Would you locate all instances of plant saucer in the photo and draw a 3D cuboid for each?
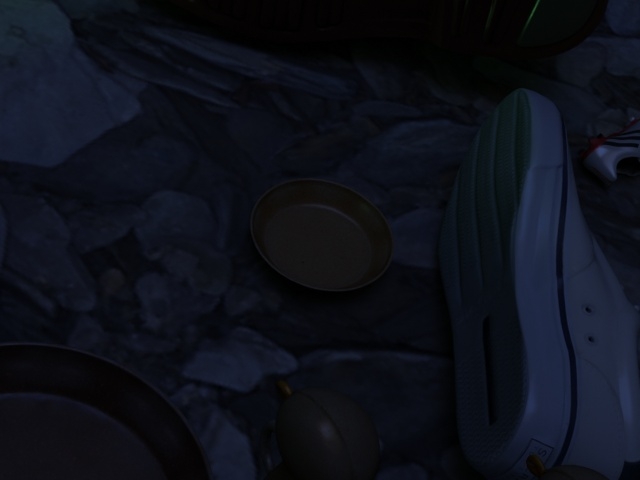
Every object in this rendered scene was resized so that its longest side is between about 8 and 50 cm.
[{"bbox_3d":[-0.131,0.120,0.550,0.168,0.029,0.168,8,49,-10],"label":"plant saucer"},{"bbox_3d":[0.000,0.000,0.705,0.083,0.015,0.083,8,48,-9],"label":"plant saucer"}]

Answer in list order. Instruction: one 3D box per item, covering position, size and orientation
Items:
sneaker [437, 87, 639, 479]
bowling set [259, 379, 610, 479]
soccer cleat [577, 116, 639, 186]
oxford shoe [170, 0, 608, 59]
[{"bbox_3d":[0.124,0.028,0.683,0.091,0.094,0.258,24,49,-21],"label":"sneaker"},{"bbox_3d":[0.103,0.162,0.500,0.200,0.154,0.287,-16,57,-28],"label":"bowling set"},{"bbox_3d":[0.206,-0.061,0.816,0.083,0.029,0.035,-25,70,-30],"label":"soccer cleat"},{"bbox_3d":[0.013,-0.198,0.841,0.348,0.123,0.130,14,21,-3],"label":"oxford shoe"}]
